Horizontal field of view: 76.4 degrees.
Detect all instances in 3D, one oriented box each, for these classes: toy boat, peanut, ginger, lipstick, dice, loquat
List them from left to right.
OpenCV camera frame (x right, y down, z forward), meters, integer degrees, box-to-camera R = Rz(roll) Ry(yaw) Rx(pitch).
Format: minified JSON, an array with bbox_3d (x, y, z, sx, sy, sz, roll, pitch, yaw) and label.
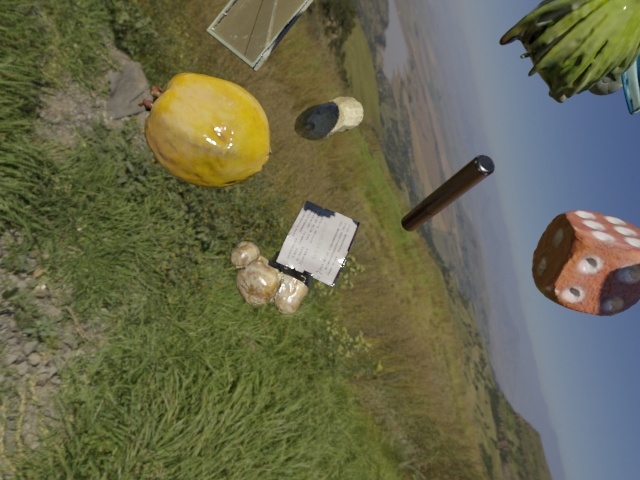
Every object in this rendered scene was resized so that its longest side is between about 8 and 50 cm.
[{"bbox_3d":[-0.198,-0.193,0.711,0.234,0.176,0.187,20,58,-14],"label":"loquat"},{"bbox_3d":[-0.171,0.121,1.365,0.304,0.155,0.244,17,65,-43],"label":"ginger"},{"bbox_3d":[0.028,-0.416,1.391,0.298,0.136,0.120,-31,105,-41],"label":"peanut"},{"bbox_3d":[0.320,-0.112,1.072,0.356,0.057,0.057,130,-39,-62],"label":"lipstick"},{"bbox_3d":[0.585,0.043,0.887,0.175,0.174,0.179,-64,164,-54],"label":"dice"},{"bbox_3d":[0.742,-0.441,0.934,0.096,0.062,0.298,5,86,-35],"label":"toy boat"}]

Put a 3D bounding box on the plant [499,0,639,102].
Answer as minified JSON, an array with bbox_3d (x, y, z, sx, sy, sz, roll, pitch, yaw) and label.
[{"bbox_3d":[0.425,-0.372,0.575,0.180,0.251,0.333,51,-19,17],"label":"plant"}]

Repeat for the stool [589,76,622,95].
[{"bbox_3d":[0.815,-0.471,1.162,0.110,0.096,0.096,-46,123,-47],"label":"stool"}]

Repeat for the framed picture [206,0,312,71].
[{"bbox_3d":[-0.151,-0.671,1.152,0.247,0.335,0.022,45,8,24],"label":"framed picture"}]

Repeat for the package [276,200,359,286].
[{"bbox_3d":[0.000,0.000,1.308,0.062,0.204,0.250,118,-4,-65],"label":"package"}]
